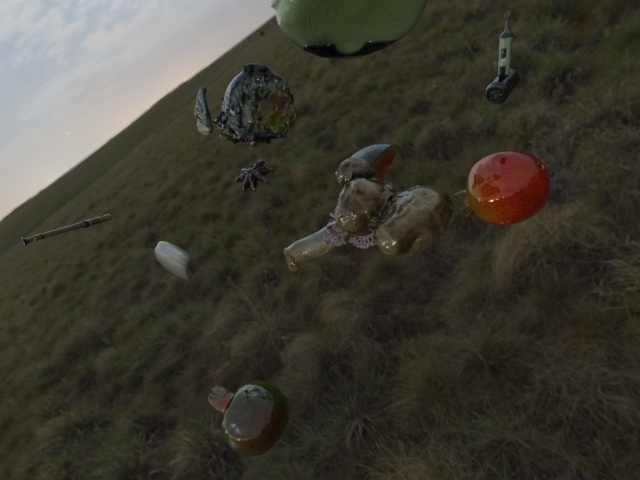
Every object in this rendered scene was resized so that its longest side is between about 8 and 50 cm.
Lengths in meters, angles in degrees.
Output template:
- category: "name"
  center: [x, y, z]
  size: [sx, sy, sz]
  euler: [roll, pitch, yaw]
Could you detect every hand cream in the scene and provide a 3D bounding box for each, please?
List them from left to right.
- category: "hand cream"
  center: [-0.361, -0.393, 1.304]
  size: [0.052, 0.075, 0.248]
  euler: [-35, 4, -17]

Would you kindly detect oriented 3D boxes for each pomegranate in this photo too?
- category: "pomegranate"
  center: [-0.182, 0.424, 1.026]
  size: [0.179, 0.210, 0.180]
  euler: [-58, -7, -12]
- category: "pomegranate"
  center: [0.510, -0.141, 1.177]
  size: [0.257, 0.221, 0.220]
  euler: [-22, 29, 46]

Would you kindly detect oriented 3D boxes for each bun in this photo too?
- category: "bun"
  center: [0.051, -0.485, 0.752]
  size: [0.294, 0.293, 0.187]
  euler: [-23, 72, 28]

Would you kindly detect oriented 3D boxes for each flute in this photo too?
- category: "flute"
  center: [-0.716, -0.034, 1.181]
  size: [0.233, 0.027, 0.027]
  euler: [-25, 14, -40]

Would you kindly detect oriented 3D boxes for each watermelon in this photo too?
- category: "watermelon"
  center: [0.157, -0.250, 1.268]
  size: [0.145, 0.137, 0.193]
  euler: [-65, 19, 3]

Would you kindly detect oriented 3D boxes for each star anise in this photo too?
- category: "star anise"
  center: [-0.222, -0.215, 1.377]
  size: [0.141, 0.042, 0.140]
  euler: [-10, 57, 16]

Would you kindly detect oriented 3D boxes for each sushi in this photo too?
- category: "sushi"
  center: [-0.201, -0.401, 1.285]
  size: [0.219, 0.239, 0.224]
  euler: [-158, 82, -74]

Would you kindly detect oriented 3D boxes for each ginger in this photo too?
- category: "ginger"
  center: [0.150, -0.081, 0.983]
  size: [0.304, 0.155, 0.244]
  euler: [30, 56, 14]

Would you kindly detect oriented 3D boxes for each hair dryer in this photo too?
- category: "hair dryer"
  center: [0.432, -0.432, 0.977]
  size: [0.057, 0.197, 0.100]
  euler: [14, 44, 34]

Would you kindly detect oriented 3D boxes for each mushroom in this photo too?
- category: "mushroom"
  center: [0.000, 0.000, 1.743]
  size: [0.351, 0.122, 0.095]
  euler: [-36, 26, -5]

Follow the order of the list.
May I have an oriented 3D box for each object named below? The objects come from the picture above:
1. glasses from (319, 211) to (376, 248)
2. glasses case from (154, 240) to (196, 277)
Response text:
- category: "glasses"
  center: [0.124, -0.045, 1.623]
  size: [0.256, 0.095, 0.162]
  euler: [2, 55, 10]
- category: "glasses case"
  center: [-0.373, 0.055, 1.077]
  size: [0.059, 0.092, 0.233]
  euler: [-60, 2, -17]
